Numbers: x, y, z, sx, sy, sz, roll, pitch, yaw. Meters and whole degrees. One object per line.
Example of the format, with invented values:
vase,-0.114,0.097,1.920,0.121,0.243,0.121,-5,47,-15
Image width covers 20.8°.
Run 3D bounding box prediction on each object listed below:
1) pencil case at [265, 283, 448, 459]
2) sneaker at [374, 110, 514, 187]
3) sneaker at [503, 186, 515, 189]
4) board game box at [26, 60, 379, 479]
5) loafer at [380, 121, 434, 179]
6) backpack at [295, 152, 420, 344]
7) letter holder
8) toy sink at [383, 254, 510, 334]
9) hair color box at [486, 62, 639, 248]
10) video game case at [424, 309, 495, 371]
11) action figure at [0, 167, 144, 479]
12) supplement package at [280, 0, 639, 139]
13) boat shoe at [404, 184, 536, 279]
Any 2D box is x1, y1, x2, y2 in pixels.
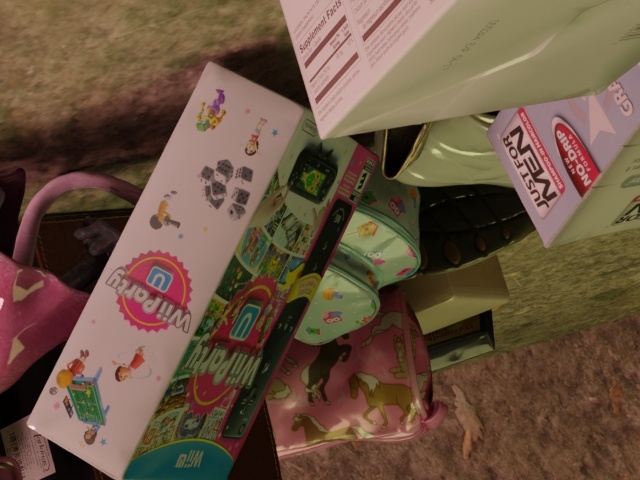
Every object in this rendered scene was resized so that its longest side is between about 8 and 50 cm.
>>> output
pencil case,-0.069,0.159,1.811,0.386,0.167,0.160,-13,-162,4
sneaker,0.213,-0.110,1.526,0.292,0.108,0.169,-9,169,-28
sneaker,0.249,-0.089,1.689,0.267,0.101,0.106,-9,170,-27
board game box,-0.082,0.034,1.366,0.303,0.097,0.224,-63,161,1
loafer,0.072,-0.100,1.428,0.045,0.039,0.125,20,141,9
backpack,0.000,0.000,1.611,0.166,0.144,0.188,32,131,-31
letter holder,-0.183,0.136,1.631,0.214,0.302,0.152,-7,164,-41
toy sink,0.067,0.045,1.970,0.234,0.131,0.153,-24,165,28
hair color box,0.280,-0.154,1.178,0.185,0.114,0.374,-9,149,-29
video game case,0.078,0.105,2.153,0.275,0.035,0.248,-19,-156,12
action figure,-0.317,0.105,1.408,0.370,0.248,0.276,-61,171,25
supplement package,0.114,-0.181,0.976,0.204,0.145,0.262,-11,167,-23
boat shoe,0.067,-0.014,1.773,0.324,0.123,0.120,-12,177,20
